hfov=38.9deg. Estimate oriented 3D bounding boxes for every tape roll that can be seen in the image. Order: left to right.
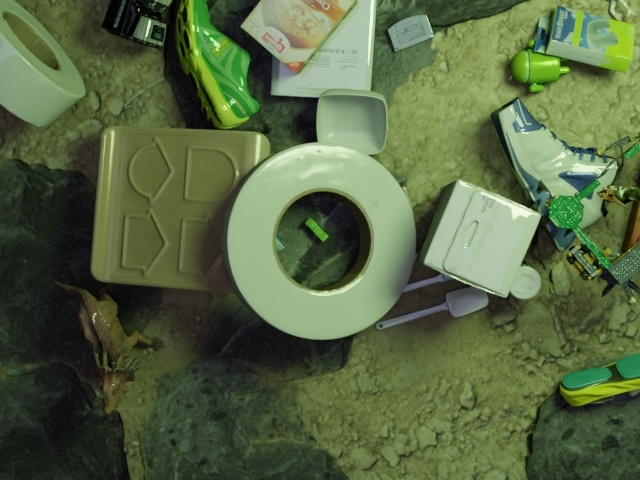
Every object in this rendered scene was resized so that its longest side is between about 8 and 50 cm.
[{"bbox_3d":[-0.594,-0.359,1.761,0.100,0.286,0.286,-38,92,10],"label":"tape roll"},{"bbox_3d":[0.000,0.000,1.779,0.392,0.072,0.392,0,90,-18],"label":"tape roll"}]

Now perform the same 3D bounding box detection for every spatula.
[{"bbox_3d":[0.209,0.093,1.871,0.242,0.019,0.168,-18,96,8],"label":"spatula"}]

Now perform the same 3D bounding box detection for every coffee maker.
[{"bbox_3d":[-0.361,-0.489,1.814,0.171,0.120,0.178,33,105,47],"label":"coffee maker"}]

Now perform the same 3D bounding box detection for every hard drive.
[{"bbox_3d":[0.009,-0.440,1.811,0.203,0.040,0.308,4,98,5],"label":"hard drive"}]

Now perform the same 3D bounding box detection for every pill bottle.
[{"bbox_3d":[0.398,0.074,1.797,0.067,0.120,0.067,1,98,6],"label":"pill bottle"}]

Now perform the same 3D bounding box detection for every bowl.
[{"bbox_3d":[0.065,-0.242,1.805,0.142,0.053,0.142,5,130,5],"label":"bowl"}]

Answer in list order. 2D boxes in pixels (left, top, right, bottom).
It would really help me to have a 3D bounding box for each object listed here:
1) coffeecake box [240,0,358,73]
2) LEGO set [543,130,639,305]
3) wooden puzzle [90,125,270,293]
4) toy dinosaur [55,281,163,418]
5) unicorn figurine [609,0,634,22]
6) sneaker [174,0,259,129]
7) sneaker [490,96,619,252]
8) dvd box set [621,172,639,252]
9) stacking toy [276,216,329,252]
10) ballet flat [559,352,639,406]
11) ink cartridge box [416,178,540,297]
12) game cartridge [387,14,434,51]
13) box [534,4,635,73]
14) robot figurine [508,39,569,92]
[{"bbox_3d":[-0.041,-0.440,1.761,0.142,0.068,0.185,40,100,-1],"label":"coffeecake box"},{"bbox_3d":[0.581,-0.064,1.672,0.255,0.192,0.331,43,98,9],"label":"LEGO set"},{"bbox_3d":[-0.279,-0.063,1.833,0.347,0.080,0.322,4,89,9],"label":"wooden puzzle"},{"bbox_3d":[-0.446,0.193,1.860,0.127,0.200,0.296,-32,93,9],"label":"toy dinosaur"},{"bbox_3d":[0.586,-0.482,1.742,0.162,0.060,0.111,-20,86,-6],"label":"unicorn figurine"},{"bbox_3d":[-0.210,-0.367,1.825,0.123,0.109,0.295,-18,86,-28],"label":"sneaker"},{"bbox_3d":[0.472,-0.154,1.768,0.182,0.127,0.315,-29,101,5],"label":"sneaker"},{"bbox_3d":[0.788,-0.149,1.757,0.307,0.062,0.420,12,99,4],"label":"dvd box set"},{"bbox_3d":[-0.118,-0.029,1.872,0.167,0.052,0.221,-44,92,10],"label":"stacking toy"},{"bbox_3d":[0.602,0.286,1.836,0.231,0.077,0.077,-16,117,10],"label":"ballet flat"},{"bbox_3d":[0.295,-0.005,1.733,0.168,0.232,0.171,22,93,3],"label":"ink cartridge box"},{"bbox_3d":[0.179,-0.417,1.809,0.083,0.017,0.056,-19,99,8],"label":"game cartridge"},{"bbox_3d":[0.507,-0.389,1.736,0.178,0.042,0.109,15,55,4],"label":"box"},{"bbox_3d":[0.425,-0.340,1.767,0.115,0.067,0.101,-3,96,6],"label":"robot figurine"}]
